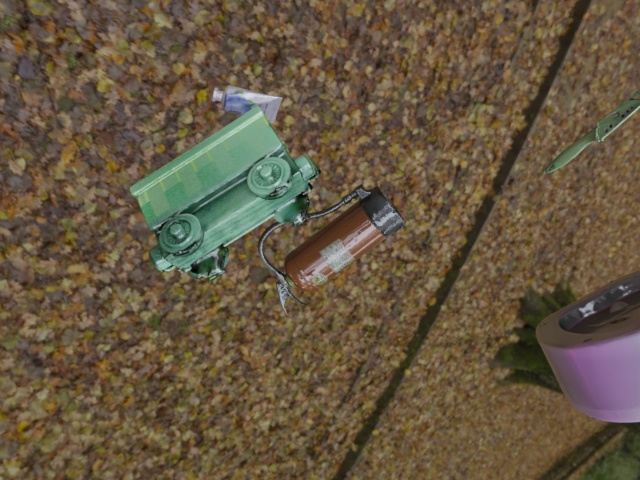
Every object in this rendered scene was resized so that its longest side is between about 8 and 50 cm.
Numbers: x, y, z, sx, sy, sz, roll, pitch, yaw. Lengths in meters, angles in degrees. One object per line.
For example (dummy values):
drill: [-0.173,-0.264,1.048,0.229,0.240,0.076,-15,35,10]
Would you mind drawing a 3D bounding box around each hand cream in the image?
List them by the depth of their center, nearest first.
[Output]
hand cream: [-0.159,-0.291,1.092,0.142,0.053,0.084,14,150,-12]

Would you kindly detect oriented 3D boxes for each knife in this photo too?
knife: [0.615,-0.235,1.152,0.020,0.043,0.293,2,149,-25]

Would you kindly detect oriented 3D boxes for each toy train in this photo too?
toy train: [-0.153,-0.074,0.836,0.301,0.202,0.120,-33,145,0]

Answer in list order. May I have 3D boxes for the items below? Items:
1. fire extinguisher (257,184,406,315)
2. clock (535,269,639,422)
fire extinguisher: [0.004,0.001,1.239,0.376,0.200,0.113,-39,171,11]
clock: [0.455,0.109,0.671,0.339,0.102,0.338,-26,173,-3]
